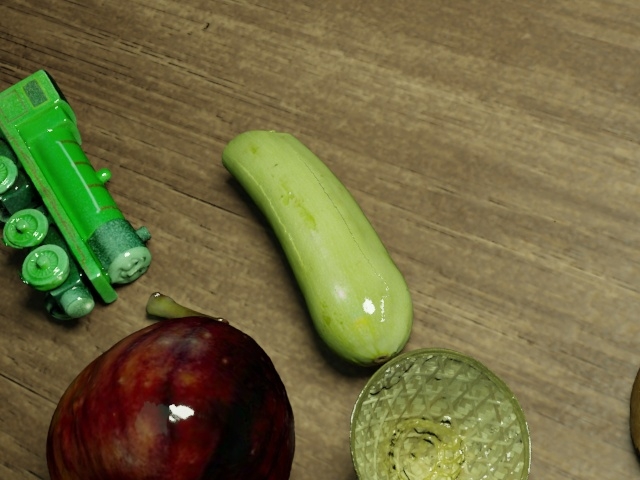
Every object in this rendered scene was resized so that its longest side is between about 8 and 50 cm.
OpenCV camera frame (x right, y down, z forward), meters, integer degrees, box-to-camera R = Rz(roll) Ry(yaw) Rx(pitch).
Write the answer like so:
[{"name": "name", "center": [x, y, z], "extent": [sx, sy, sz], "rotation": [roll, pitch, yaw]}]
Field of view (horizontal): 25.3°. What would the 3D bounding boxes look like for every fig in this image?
[{"name": "fig", "center": [-0.095, 0.131, 1.122], "extent": [0.186, 0.203, 0.249], "rotation": [32, 46, 1]}]

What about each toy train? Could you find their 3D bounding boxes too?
[{"name": "toy train", "center": [-0.245, -0.040, 1.308], "extent": [0.119, 0.085, 0.251], "rotation": [-32, 62, -7]}]

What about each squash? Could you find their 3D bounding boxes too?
[{"name": "squash", "center": [0.000, 0.000, 1.173], "extent": [0.083, 0.083, 0.250], "rotation": [-37, 57, 8]}]

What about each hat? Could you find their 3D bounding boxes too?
[{"name": "hat", "center": [0.081, 0.159, 1.084], "extent": [0.146, 0.067, 0.146], "rotation": [5, 72, -17]}]

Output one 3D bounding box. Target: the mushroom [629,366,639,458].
[{"name": "mushroom", "center": [0.274, 0.116, 1.012], "extent": [0.123, 0.052, 0.123], "rotation": [-11, 65, 25]}]
